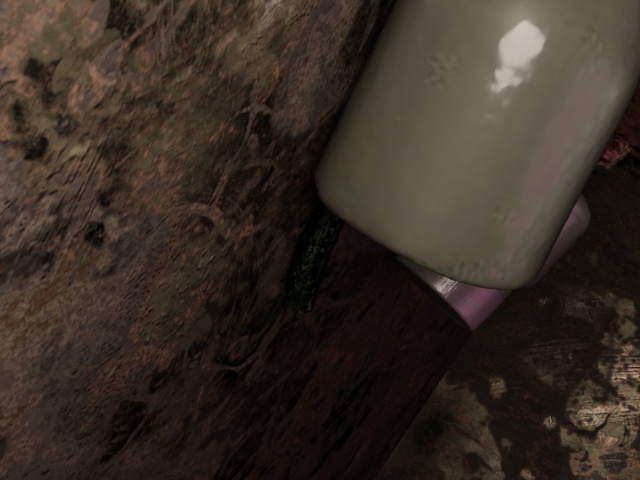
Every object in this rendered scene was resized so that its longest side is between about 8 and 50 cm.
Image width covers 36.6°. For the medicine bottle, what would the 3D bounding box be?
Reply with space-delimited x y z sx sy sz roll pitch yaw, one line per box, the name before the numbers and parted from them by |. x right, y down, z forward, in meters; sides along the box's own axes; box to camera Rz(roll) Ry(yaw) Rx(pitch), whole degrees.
medicine bottle | 0.324 -0.011 1.860 0.325 0.256 0.256 -45 162 -2

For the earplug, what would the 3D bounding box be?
earplug | 0.201 -0.182 1.159 0.313 0.313 0.394 -22 139 -61

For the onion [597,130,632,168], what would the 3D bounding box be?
onion | 0.364 -0.222 1.613 0.349 0.159 0.267 22 117 -41

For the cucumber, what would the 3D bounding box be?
cucumber | 0.000 0.000 1.350 0.052 0.058 0.214 -21 139 -52
